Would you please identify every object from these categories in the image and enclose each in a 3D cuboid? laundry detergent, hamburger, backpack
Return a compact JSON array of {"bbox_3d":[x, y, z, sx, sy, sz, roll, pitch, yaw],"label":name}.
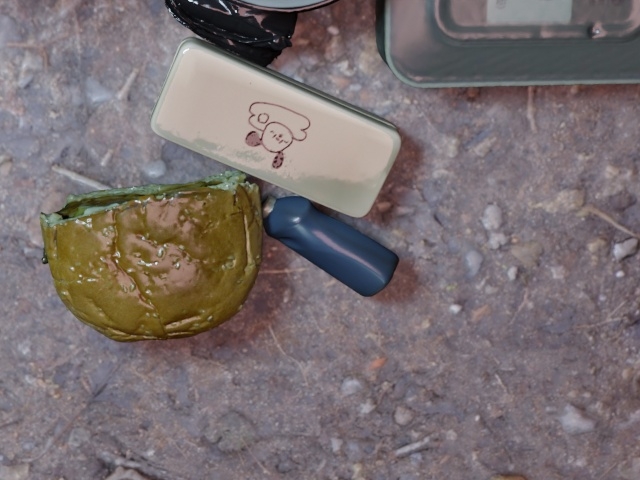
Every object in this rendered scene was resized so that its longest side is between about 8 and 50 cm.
[{"bbox_3d":[0.000,-0.001,1.563,0.206,0.096,0.061,32,67,-10],"label":"laundry detergent"},{"bbox_3d":[-0.217,0.029,1.524,0.309,0.132,0.211,-10,107,4],"label":"hamburger"},{"bbox_3d":[-0.107,-0.294,1.442,0.165,0.120,0.106,25,84,-12],"label":"backpack"}]

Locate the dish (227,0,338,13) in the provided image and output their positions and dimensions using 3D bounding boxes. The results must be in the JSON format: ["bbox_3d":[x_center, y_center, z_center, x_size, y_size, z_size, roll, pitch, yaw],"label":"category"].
[{"bbox_3d":[-0.043,-0.421,1.365,0.316,0.106,0.316,0,95,1],"label":"dish"}]

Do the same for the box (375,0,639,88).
[{"bbox_3d":[0.269,-0.391,1.435,0.396,0.111,0.396,-2,109,-4],"label":"box"}]

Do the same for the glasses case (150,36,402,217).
[{"bbox_3d":[-0.058,-0.146,1.515,0.313,0.070,0.131,23,106,-11],"label":"glasses case"}]
